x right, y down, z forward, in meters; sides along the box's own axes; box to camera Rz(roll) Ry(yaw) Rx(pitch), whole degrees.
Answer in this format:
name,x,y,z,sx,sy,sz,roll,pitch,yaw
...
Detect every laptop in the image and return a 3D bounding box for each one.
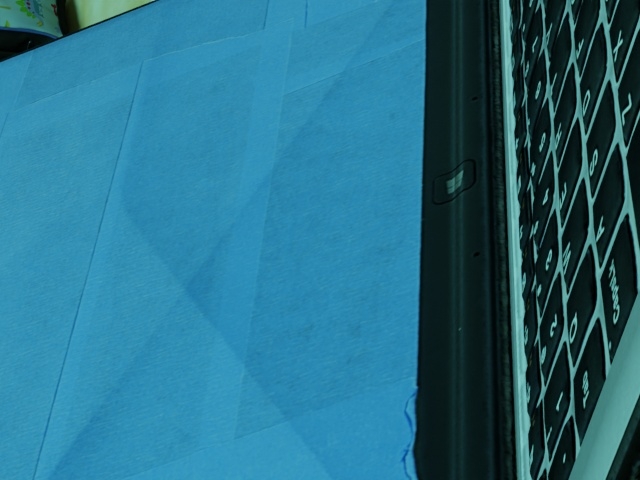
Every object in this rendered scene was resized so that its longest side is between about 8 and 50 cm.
name,x,y,z,sx,sy,sz,roll,pitch,yaw
laptop,-0.039,-0.076,0.467,0.382,0.236,0.408,-85,6,-51

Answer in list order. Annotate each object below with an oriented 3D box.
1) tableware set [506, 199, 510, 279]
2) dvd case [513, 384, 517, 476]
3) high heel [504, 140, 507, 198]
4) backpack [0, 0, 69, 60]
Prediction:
name,x,y,z,sx,sy,sz,roll,pitch,yaw
tableware set,0.056,0.053,0.688,0.104,0.024,0.154,36,112,50
dvd case,0.024,0.125,0.681,0.221,0.018,0.164,5,94,62
high heel,0.000,0.000,0.748,0.244,0.117,0.082,117,163,-61
backpack,-0.210,-0.113,0.999,0.105,0.114,0.084,-49,48,37
